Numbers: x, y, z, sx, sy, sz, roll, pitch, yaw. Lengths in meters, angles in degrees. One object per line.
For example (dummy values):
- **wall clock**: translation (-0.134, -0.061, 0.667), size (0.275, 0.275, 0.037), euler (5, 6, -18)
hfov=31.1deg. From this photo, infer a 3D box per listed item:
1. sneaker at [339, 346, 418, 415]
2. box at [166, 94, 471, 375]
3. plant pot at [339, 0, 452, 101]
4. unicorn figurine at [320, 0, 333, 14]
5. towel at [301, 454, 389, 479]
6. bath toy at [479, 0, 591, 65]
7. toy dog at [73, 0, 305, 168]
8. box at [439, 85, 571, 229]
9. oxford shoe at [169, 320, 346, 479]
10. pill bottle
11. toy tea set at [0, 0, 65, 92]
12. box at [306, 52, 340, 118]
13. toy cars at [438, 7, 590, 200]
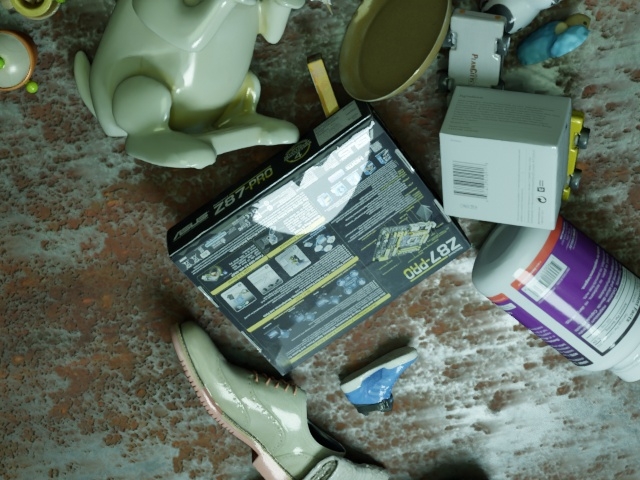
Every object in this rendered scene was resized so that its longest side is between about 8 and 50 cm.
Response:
- **sneaker**: translation (0.118, 0.250, 2.003), size (0.152, 0.058, 0.084), euler (-30, 99, 13)
- **box**: translation (0.000, 0.000, 1.865), size (0.395, 0.097, 0.318), euler (-35, 120, 10)
- **plant pot**: translation (0.119, -0.316, 1.756), size (0.032, 0.236, 0.236), euler (24, 107, -34)
- **unicorn figurine**: translation (-0.030, -0.433, 1.792), size (0.111, 0.060, 0.162), euler (3, 107, -1)
- **towel**: translation (-0.016, 0.490, 2.032), size (0.282, 0.049, 0.187), euler (-47, 146, 11)
- **bath toy**: translation (0.271, -0.430, 1.763), size (0.151, 0.129, 0.348), euler (-40, 103, 11)
- **toy dog**: translation (-0.205, -0.351, 1.730), size (0.284, 0.395, 0.408), euler (-14, 114, -43)
- **box**: translation (0.286, -0.128, 1.775), size (0.182, 0.119, 0.181), euler (8, 139, 17)
- **oxford shoe**: translation (-0.108, 0.267, 1.975), size (0.146, 0.140, 0.397), euler (-35, 115, 6)
- **pill bottle**: translation (0.420, 0.092, 1.896), size (0.323, 0.181, 0.181), euler (37, 103, -12)
- **toy tea set**: translation (-0.572, -0.351, 1.777), size (0.336, 0.124, 0.200), euler (11, 107, -4)
- **box**: translation (0.012, -0.229, 1.844), size (0.028, 0.081, 0.136), euler (-21, 107, 5)
- **toy cars**: translation (0.312, -0.224, 1.818), size (0.176, 0.087, 0.394), euler (-21, 124, 42)
